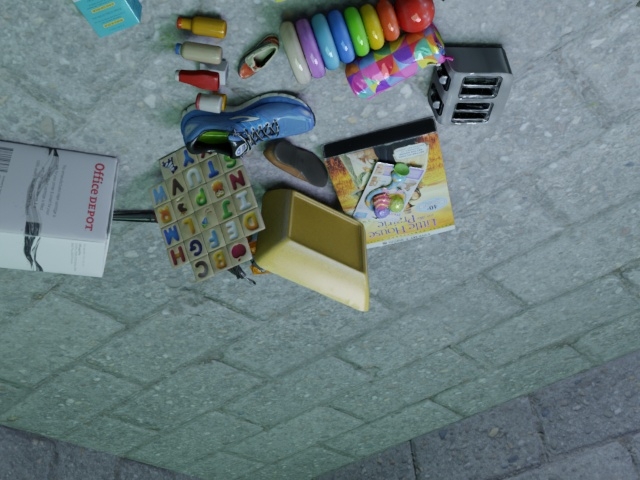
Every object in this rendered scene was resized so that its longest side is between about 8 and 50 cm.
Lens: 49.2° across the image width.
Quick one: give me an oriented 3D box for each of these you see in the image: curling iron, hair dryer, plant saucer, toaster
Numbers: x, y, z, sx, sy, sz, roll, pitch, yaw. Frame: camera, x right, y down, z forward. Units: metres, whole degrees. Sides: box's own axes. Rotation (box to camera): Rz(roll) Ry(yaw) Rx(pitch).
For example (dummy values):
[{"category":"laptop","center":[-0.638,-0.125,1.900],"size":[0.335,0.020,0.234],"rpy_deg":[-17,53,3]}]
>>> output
[{"category":"curling iron","center":[-0.465,-0.076,1.980],"size":[0.274,0.035,0.068],"rpy_deg":[-3,133,-3]},{"category":"hair dryer","center":[-0.307,0.057,2.074],"size":[0.294,0.080,0.223],"rpy_deg":[31,152,-10]},{"category":"plant saucer","center":[0.000,0.000,1.865],"size":[0.333,0.332,0.081],"rpy_deg":[24,123,-16]},{"category":"toaster","center":[0.359,-0.366,1.661],"size":[0.186,0.110,0.168],"rpy_deg":[-1,142,-7]}]

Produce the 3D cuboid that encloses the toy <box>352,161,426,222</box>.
[{"category":"toy","center":[0.185,-0.112,1.905],"size":[0.137,0.056,0.237],"rpy_deg":[7,140,-12]}]

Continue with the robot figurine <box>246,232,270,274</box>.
[{"category":"robot figurine","center":[-0.090,0.017,2.107],"size":[0.291,0.085,0.211],"rpy_deg":[-13,142,9]}]

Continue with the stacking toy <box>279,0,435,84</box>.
[{"category":"stacking toy","center":[0.085,-0.455,1.514],"size":[0.331,0.141,0.141],"rpy_deg":[-18,141,5]}]

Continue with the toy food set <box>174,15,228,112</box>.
[{"category":"toy food set","center":[-0.269,-0.379,1.565],"size":[0.105,0.111,0.232],"rpy_deg":[9,142,0]}]

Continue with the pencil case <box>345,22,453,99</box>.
[{"category":"pencil case","center":[0.174,-0.405,1.592],"size":[0.237,0.104,0.104],"rpy_deg":[-21,140,23]}]

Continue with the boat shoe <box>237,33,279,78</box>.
[{"category":"boat shoe","center":[-0.142,-0.410,1.591],"size":[0.049,0.043,0.137],"rpy_deg":[25,134,-36]}]

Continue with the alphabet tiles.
[{"category":"alphabet tiles","center":[-0.295,-0.082,1.779],"size":[0.285,0.342,0.011],"rpy_deg":[-23,170,20]}]

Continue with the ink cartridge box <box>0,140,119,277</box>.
[{"category":"ink cartridge box","center":[-0.718,-0.081,1.733],"size":[0.395,0.285,0.166],"rpy_deg":[7,141,-16]}]

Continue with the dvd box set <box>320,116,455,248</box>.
[{"category":"dvd box set","center":[0.202,-0.143,1.962],"size":[0.308,0.062,0.420],"rpy_deg":[-12,141,9]}]

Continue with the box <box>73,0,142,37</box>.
[{"category":"box","center":[-0.460,-0.527,1.384],"size":[0.101,0.060,0.244],"rpy_deg":[-16,141,12]}]

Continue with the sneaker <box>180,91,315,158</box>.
[{"category":"sneaker","center":[-0.173,-0.259,1.695],"size":[0.330,0.147,0.129],"rpy_deg":[-8,142,2]}]

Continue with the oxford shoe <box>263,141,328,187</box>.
[{"category":"oxford shoe","center":[-0.063,-0.202,1.862],"size":[0.076,0.076,0.212],"rpy_deg":[0,157,46]}]

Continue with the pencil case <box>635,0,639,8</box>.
[{"category":"pencil case","center":[0.856,-0.530,1.476],"size":[0.411,0.159,0.183],"rpy_deg":[10,122,-20]}]
